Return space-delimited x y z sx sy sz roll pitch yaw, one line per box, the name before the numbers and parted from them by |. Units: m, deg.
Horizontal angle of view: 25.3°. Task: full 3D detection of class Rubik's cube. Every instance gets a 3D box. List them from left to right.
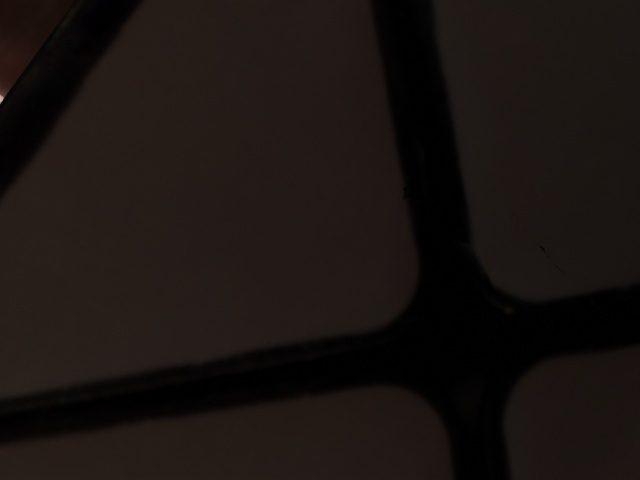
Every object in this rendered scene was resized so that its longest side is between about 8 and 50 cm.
Rubik's cube | 0.026 0.042 0.544 0.310 0.305 0.307 35 175 -1

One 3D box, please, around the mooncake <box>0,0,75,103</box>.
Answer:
mooncake | -0.206 -0.141 1.063 0.306 0.154 0.306 32 171 6
